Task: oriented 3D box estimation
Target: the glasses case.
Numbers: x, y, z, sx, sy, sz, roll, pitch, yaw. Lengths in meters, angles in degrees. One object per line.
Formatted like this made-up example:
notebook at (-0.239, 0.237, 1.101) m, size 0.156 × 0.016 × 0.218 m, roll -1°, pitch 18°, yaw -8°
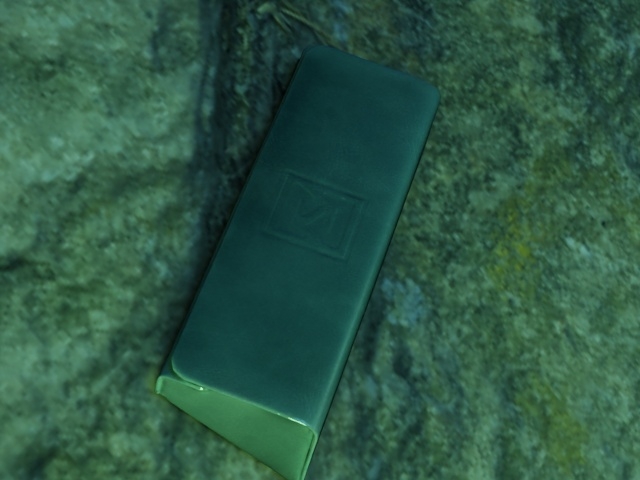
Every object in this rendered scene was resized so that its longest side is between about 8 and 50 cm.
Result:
glasses case at (0.000, 0.000, 1.021) m, size 0.105 × 0.056 × 0.266 m, roll 36°, pitch 48°, yaw -17°
